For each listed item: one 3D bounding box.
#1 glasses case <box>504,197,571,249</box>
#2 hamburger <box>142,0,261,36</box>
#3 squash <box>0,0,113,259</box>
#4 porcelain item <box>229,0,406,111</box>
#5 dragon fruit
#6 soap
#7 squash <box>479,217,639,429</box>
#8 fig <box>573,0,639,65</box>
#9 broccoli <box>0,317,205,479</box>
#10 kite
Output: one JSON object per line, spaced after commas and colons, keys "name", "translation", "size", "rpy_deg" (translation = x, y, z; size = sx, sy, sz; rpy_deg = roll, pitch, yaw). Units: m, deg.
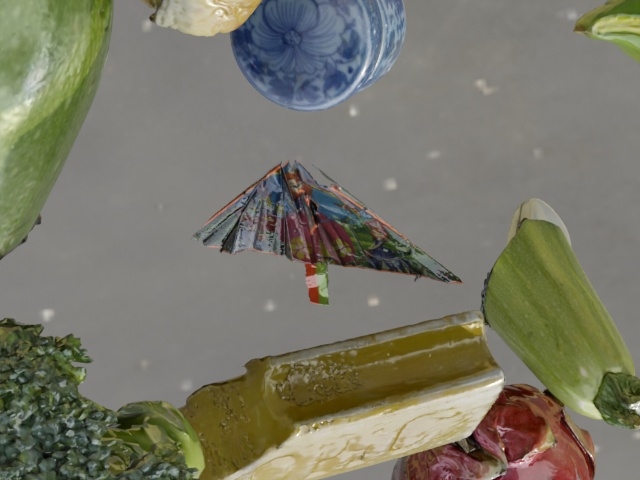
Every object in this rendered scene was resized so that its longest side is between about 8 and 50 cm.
{"name": "glasses case", "translation": [0.278, 0.035, 1.941], "size": [0.059, 0.233, 0.092], "rpy_deg": [-31, 118, 32]}
{"name": "hamburger", "translation": [-0.056, -0.340, 1.212], "size": [0.162, 0.330, 0.209], "rpy_deg": [11, 172, -23]}
{"name": "squash", "translation": [-0.314, -0.180, 1.226], "size": [0.310, 0.310, 0.309], "rpy_deg": [13, 121, -34]}
{"name": "porcelain item", "translation": [-0.003, -0.200, 1.414], "size": [0.147, 0.147, 0.114], "rpy_deg": [-25, -174, 29]}
{"name": "dragon fruit", "translation": [0.199, 0.286, 1.746], "size": [0.250, 0.250, 0.315], "rpy_deg": [-1, 151, -13]}
{"name": "soap", "translation": [0.007, 0.140, 1.236], "size": [0.257, 0.080, 0.160], "rpy_deg": [-13, 156, -15]}
{"name": "squash", "translation": [0.262, 0.121, 1.626], "size": [0.137, 0.287, 0.137], "rpy_deg": [-13, 138, -12]}
{"name": "fig", "translation": [0.452, -0.288, 1.957], "size": [0.275, 0.206, 0.206], "rpy_deg": [-3, 151, -11]}
{"name": "broccoli", "translation": [-0.139, 0.160, 0.932], "size": [0.252, 0.221, 0.361], "rpy_deg": [-43, 175, 29]}
{"name": "kite", "translation": [0.000, 0.000, 1.227], "size": [0.241, 0.014, 0.183], "rpy_deg": [11, 142, 14]}
